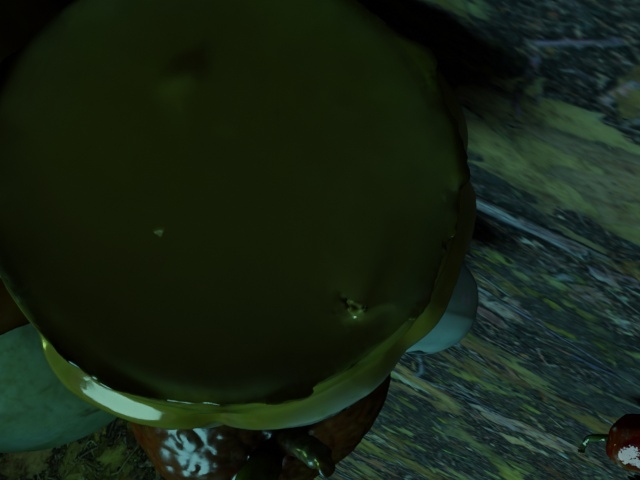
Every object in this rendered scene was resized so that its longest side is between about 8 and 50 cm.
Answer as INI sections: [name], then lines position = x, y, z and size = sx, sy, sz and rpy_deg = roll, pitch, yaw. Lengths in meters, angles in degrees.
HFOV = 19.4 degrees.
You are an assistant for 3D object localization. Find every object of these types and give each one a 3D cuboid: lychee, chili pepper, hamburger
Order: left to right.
[hamburger]
position = -0.049, -0.014, 1.072
size = 0.276, 0.276, 0.237
rpy_deg = 29, 171, 6
[lychee]
position = -0.057, 0.131, 1.746
size = 0.255, 0.255, 0.300
rpy_deg = 45, -167, -53
[chili pepper]
position = 0.289, 0.168, 1.538
size = 0.191, 0.050, 0.059
rpy_deg = 0, 148, 44

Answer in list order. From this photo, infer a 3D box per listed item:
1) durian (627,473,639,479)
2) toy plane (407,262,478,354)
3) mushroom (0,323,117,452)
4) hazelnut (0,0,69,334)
[durian]
position = 0.305, 0.266, 1.657
size = 0.237, 0.193, 0.138
rpy_deg = 8, 135, 34
[toy plane]
position = -0.002, 0.005, 1.376
size = 0.267, 0.123, 0.267
rpy_deg = 21, -174, -2
[mushroom]
position = -0.299, 0.045, 1.609
size = 0.352, 0.260, 0.352
rpy_deg = 12, 173, 2
[hazelnut]
position = -0.308, -0.088, 1.296
size = 0.365, 0.366, 0.366
rpy_deg = 29, 169, 6
